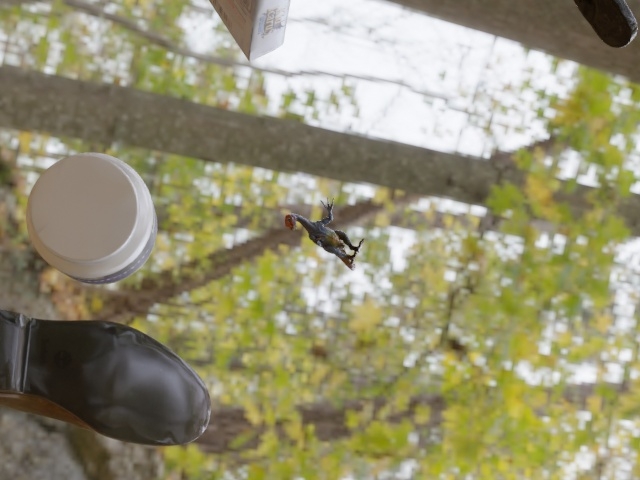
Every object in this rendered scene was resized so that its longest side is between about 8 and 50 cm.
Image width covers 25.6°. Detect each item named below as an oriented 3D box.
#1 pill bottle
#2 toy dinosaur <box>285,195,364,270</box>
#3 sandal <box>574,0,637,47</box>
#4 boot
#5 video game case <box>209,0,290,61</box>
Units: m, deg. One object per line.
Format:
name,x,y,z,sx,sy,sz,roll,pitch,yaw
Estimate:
pill bottle,-0.280,-0.027,1.726,0.265,0.153,0.153,133,-35,-84
toy dinosaur,0.000,0.000,1.447,0.090,0.082,0.047,103,11,-51
sandal,0.235,-0.256,1.329,0.179,0.040,0.067,57,-21,0
boot,-0.260,0.139,1.420,0.115,0.305,0.112,-30,-134,58
video game case,-0.124,-0.386,1.686,0.269,0.061,0.244,57,-15,14
